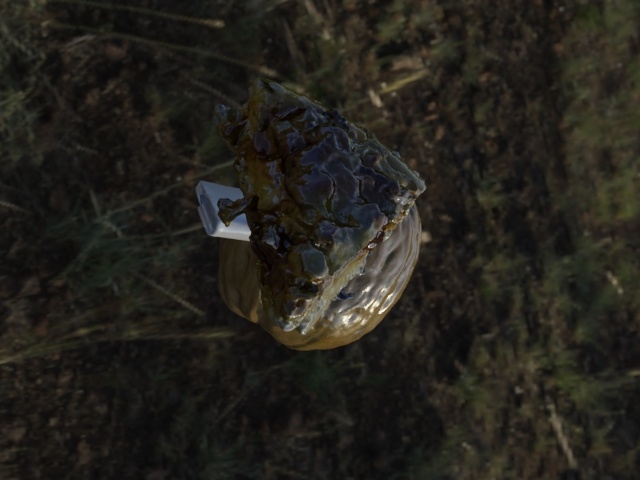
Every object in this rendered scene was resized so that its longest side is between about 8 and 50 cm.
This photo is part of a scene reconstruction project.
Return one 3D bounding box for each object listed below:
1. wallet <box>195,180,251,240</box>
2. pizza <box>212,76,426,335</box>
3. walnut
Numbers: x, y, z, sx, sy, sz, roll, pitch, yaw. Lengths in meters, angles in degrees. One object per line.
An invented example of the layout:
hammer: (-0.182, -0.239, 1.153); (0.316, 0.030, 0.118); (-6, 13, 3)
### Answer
wallet: (-0.044, -0.020, 0.935); (0.122, 0.025, 0.061); (8, 40, -32)
pizza: (-0.001, -0.022, 0.689); (0.154, 0.069, 0.193); (34, 35, -20)
walnut: (0.000, 0.000, 1.104); (0.213, 0.213, 0.213); (23, 61, -49)
